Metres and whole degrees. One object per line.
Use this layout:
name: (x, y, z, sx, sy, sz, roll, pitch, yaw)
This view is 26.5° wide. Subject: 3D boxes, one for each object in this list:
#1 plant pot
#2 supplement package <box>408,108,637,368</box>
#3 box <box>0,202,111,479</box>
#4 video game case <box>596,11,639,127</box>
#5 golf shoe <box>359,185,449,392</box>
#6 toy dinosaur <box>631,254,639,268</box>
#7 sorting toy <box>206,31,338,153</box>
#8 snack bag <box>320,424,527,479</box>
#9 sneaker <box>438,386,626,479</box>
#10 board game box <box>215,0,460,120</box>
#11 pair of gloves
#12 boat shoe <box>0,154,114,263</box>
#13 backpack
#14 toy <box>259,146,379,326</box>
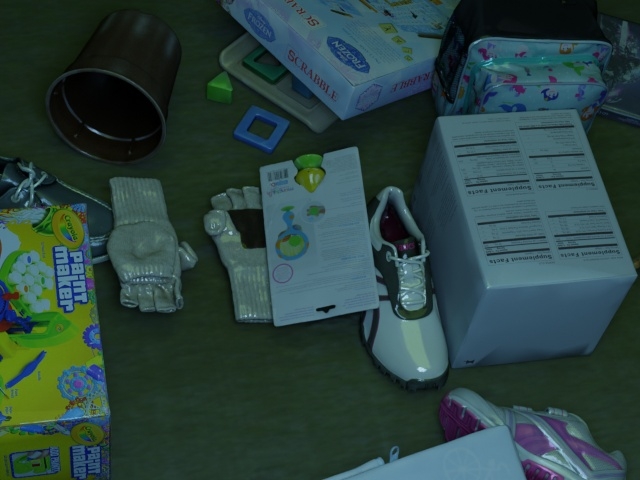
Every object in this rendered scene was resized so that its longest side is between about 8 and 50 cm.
plant pot: (-0.271, -0.220, 1.855, 0.166, 0.167, 0.165, 13, 48, 1)
supplement package: (0.251, -0.003, 1.750, 0.198, 0.199, 0.263, -4, 56, -12)
box: (-0.395, 0.130, 1.577, 0.279, 0.177, 0.290, -5, 56, -11)
video game case: (0.408, -0.277, 2.070, 0.274, 0.026, 0.196, 18, 55, 3)
golf shoe: (0.099, 0.061, 1.735, 0.105, 0.120, 0.273, -8, 59, -16)
toy dinosaur: (0.475, 0.018, 1.854, 0.211, 0.064, 0.112, -3, 57, -10)
sorting toy: (-0.020, -0.268, 1.986, 0.196, 0.047, 0.347, 37, 58, 16)
snack bag: (0.118, 0.390, 1.507, 0.342, 0.037, 0.323, -17, 79, -19)
sneaker: (0.261, 0.252, 1.647, 0.252, 0.103, 0.111, 34, 53, 8)
board game box: (0.052, -0.332, 1.978, 0.318, 0.066, 0.319, -23, 56, -37)
pair of gloves: (-0.157, 0.006, 1.749, 0.240, 0.042, 0.204, 7, 55, -19)
boat shoe: (-0.400, -0.053, 1.748, 0.319, 0.099, 0.116, 16, 52, 1)
backpack: (0.270, -0.209, 1.866, 0.225, 0.253, 0.191, -1, 60, -13)
toy: (0.000, 0.000, 1.770, 0.136, 0.056, 0.237, -11, 65, 9)
